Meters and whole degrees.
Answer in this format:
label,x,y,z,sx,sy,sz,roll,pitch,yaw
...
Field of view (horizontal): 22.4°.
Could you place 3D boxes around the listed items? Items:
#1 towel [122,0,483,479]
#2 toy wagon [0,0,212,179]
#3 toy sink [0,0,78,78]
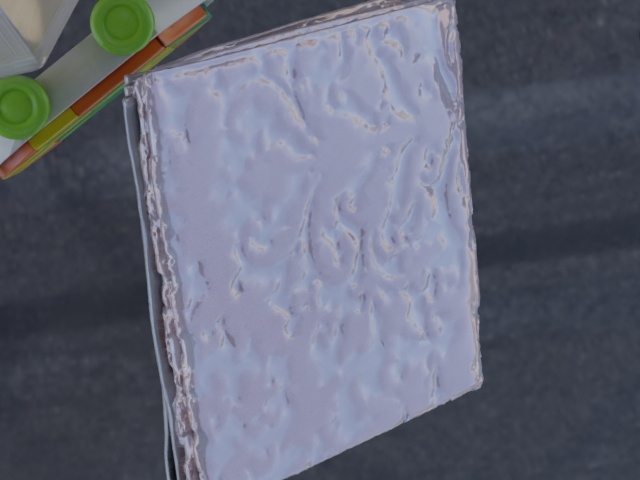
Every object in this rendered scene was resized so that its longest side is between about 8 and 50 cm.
label,x,y,z,sx,sy,sz,roll,pitch,yaw
towel,0.000,0.000,1.208,0.317,0.053,0.331,-20,112,-39
toy wagon,-0.186,-0.185,1.518,0.344,0.267,0.068,-38,97,2
toy sink,-0.302,-0.204,1.195,0.234,0.152,0.131,-7,135,30
